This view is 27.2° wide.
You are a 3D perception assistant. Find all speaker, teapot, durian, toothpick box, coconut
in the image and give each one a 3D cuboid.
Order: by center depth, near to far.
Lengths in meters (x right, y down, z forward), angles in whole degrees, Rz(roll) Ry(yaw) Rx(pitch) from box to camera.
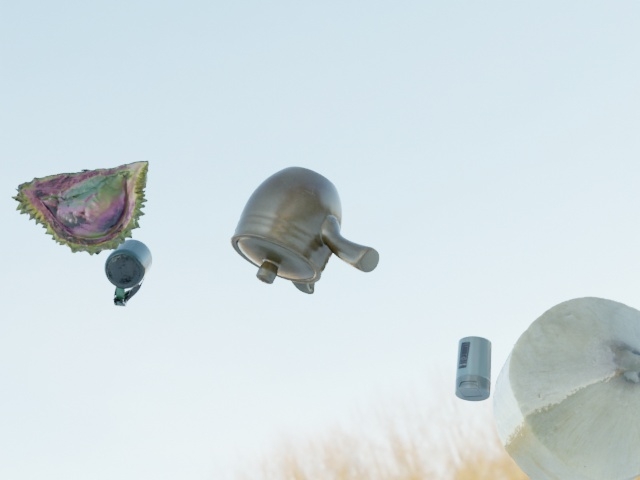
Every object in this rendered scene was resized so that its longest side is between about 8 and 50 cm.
[{"bbox_3d":[0.000,0.000,0.878,0.110,0.080,0.085,8,-26,37],"label":"teapot"},{"bbox_3d":[0.295,0.168,1.430,0.202,0.202,0.222,-14,-24,-14],"label":"coconut"},{"bbox_3d":[-0.301,-0.024,1.723,0.187,0.108,0.119,-11,-23,-3],"label":"durian"},{"bbox_3d":[-0.276,0.051,1.917,0.060,0.094,0.075,-5,17,8],"label":"speaker"},{"bbox_3d":[0.223,0.187,1.922,0.052,0.083,0.052,5,-29,3],"label":"toothpick box"}]
